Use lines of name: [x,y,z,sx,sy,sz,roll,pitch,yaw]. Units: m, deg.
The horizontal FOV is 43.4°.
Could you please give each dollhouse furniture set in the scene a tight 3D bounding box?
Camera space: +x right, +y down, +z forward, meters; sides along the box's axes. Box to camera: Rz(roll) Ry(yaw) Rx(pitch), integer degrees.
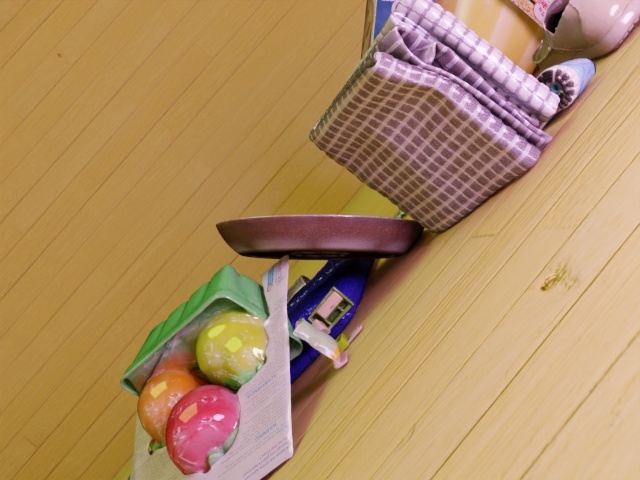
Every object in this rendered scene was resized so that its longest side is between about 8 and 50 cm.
dollhouse furniture set: [0.015,0.107,1.043,0.058,0.076,0.151,-50,2,6]

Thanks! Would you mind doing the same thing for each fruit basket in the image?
fruit basket: [-0.142,0.222,1.072,0.327,0.165,0.353,-41,36,24]

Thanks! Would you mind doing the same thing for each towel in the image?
towel: [0.128,-0.139,1.003,0.121,0.235,0.284,-55,4,-25]
towel: [-0.012,0.113,1.325,0.227,0.076,0.308,-49,3,17]

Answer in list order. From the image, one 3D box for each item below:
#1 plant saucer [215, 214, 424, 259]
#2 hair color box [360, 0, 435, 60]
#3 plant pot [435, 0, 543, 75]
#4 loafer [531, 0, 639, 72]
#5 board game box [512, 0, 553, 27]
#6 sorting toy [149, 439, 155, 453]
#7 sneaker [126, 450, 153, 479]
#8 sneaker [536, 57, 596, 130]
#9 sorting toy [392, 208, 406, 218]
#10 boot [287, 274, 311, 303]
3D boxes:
plant saucer: [0.000,0.000,1.198,0.310,0.311,0.050,150,121,-80]
hair color box: [0.136,-0.412,1.416,0.174,0.105,0.347,108,168,-75]
plant pot: [0.293,-0.356,1.423,0.254,0.254,0.238,-43,23,63]
loafer: [0.344,-0.291,1.085,0.102,0.092,0.268,-49,3,-3]
board game box: [0.401,-0.411,1.242,0.193,0.147,0.045,-45,6,45]
sorting toy: [-0.273,0.383,1.279,0.365,0.126,0.127,-45,5,42]
sneaker: [-0.429,0.562,1.930,0.144,0.053,0.059,-50,1,-30]
sneaker: [0.288,-0.179,1.007,0.073,0.063,0.162,-32,1,-21]
sorting toy: [0.146,-0.042,1.551,0.062,0.012,0.083,-49,2,2]
boot: [-0.097,0.165,1.869,0.208,0.076,0.189,-56,17,3]
